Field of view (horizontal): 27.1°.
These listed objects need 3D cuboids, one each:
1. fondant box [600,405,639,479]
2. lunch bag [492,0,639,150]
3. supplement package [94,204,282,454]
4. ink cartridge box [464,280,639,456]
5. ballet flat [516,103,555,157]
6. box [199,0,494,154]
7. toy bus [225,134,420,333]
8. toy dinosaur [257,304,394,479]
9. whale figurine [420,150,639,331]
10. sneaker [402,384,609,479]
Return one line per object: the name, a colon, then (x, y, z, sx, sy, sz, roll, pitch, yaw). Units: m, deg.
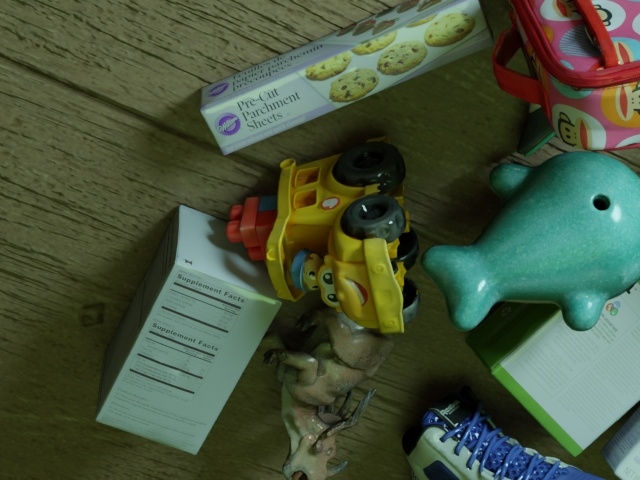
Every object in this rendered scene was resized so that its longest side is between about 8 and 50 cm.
fondant box: (0.549, 0.227, 1.642, 0.238, 0.096, 0.330, 39, 95, -3)
lunch bag: (0.296, -0.208, 1.323, 0.258, 0.293, 0.120, -14, 127, 3)
supplement package: (-0.156, 0.107, 1.569, 0.134, 0.139, 0.244, 22, 118, -16)
ink cartridge box: (0.341, 0.114, 1.647, 0.255, 0.097, 0.189, -43, 117, 4)
ballet flat: (0.287, -0.176, 1.480, 0.203, 0.074, 0.074, -37, 118, 24)
box: (0.027, -0.189, 1.444, 0.324, 0.063, 0.067, -21, 120, 8)
toy bus: (0.000, 0.000, 1.476, 0.211, 0.220, 0.149, -6, 127, 6)
toy dinosaur: (0.025, 0.148, 1.624, 0.200, 0.127, 0.296, 37, 108, -24)
whale figurine: (0.252, 0.000, 1.485, 0.272, 0.216, 0.141, -22, 165, -14)
sneaker: (0.210, 0.286, 1.665, 0.315, 0.127, 0.182, 1, 122, 46)
